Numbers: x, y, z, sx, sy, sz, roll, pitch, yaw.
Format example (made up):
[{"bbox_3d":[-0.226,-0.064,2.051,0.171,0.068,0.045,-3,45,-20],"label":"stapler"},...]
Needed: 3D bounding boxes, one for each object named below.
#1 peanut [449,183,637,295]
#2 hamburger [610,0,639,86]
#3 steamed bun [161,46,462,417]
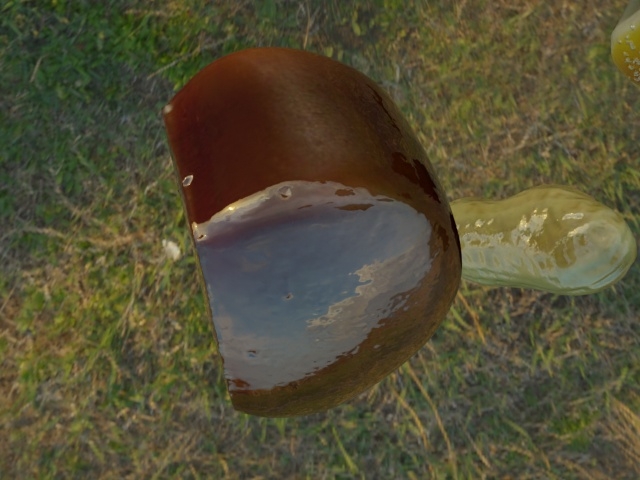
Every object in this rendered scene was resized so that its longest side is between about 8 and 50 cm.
[{"bbox_3d":[0.277,-0.004,1.205,0.319,0.147,0.147,4,132,50],"label":"peanut"},{"bbox_3d":[0.564,-0.307,1.317,0.227,0.295,0.151,11,81,-8],"label":"hamburger"},{"bbox_3d":[0.000,0.000,0.873,0.248,0.235,0.379,-15,143,-8],"label":"steamed bun"}]
